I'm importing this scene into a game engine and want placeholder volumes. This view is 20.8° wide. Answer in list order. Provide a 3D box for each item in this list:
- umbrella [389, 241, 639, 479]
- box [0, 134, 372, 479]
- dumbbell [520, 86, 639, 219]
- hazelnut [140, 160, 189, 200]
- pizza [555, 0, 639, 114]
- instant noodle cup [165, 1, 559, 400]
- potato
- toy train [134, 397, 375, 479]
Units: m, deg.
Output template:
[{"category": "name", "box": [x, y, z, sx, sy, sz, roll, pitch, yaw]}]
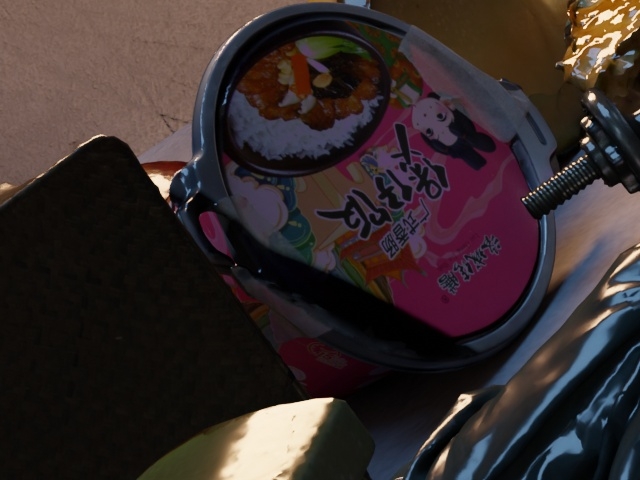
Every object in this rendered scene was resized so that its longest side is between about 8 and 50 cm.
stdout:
[{"category": "umbrella", "box": [0.119, 0.085, 0.744, 0.349, 0.094, 0.143, -45, 12, 1]}, {"category": "box", "box": [-0.122, 0.108, 0.924, 0.184, 0.273, 0.143, -44, 14, -31]}, {"category": "dumbbell", "box": [0.231, -0.092, 1.061, 0.254, 0.110, 0.110, -34, 12, 6]}, {"category": "hazelnut", "box": [-0.112, 0.061, 1.310, 0.218, 0.218, 0.234, -51, -13, -48]}, {"category": "pizza", "box": [0.289, -0.191, 1.258, 0.440, 0.130, 0.406, -2, 36, 51]}, {"category": "instant noodle cup", "box": [0.000, 0.000, 1.139, 0.302, 0.258, 0.181, -5, -25, -35]}, {"category": "potato", "box": [0.072, -0.116, 1.389, 0.242, 0.243, 0.285, -26, 3, 41]}, {"category": "toy train", "box": [-0.025, 0.196, 0.487, 0.131, 0.202, 0.300, -32, 13, 27]}]
